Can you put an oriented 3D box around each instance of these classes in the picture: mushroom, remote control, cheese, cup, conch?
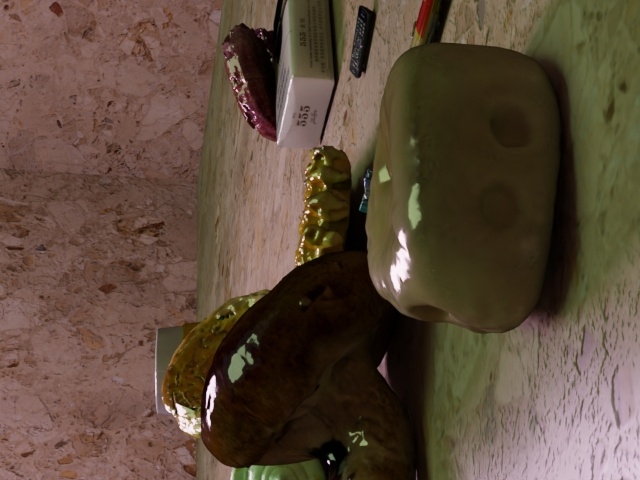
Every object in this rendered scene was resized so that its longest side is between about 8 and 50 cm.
[{"bbox_3d":[0.000,0.147,1.211,0.255,0.267,0.267,60,174,-9],"label":"mushroom"},{"bbox_3d":[0.053,-0.251,1.493,0.034,0.016,0.091,-123,35,-47],"label":"remote control"},{"bbox_3d":[0.099,-0.033,0.880,0.218,0.117,0.235,101,171,-46],"label":"cheese"},{"bbox_3d":[-0.159,0.202,1.943,0.241,0.226,0.186,95,173,-60],"label":"cup"},{"bbox_3d":[-0.046,0.320,1.647,0.250,0.137,0.144,-29,-84,-80],"label":"conch"}]

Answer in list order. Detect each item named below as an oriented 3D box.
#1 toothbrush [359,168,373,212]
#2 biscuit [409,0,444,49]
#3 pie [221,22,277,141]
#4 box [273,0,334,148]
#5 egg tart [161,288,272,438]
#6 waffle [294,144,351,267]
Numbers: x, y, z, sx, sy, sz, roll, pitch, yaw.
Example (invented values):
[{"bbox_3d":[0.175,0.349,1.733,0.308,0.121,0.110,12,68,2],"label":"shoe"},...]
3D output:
[{"bbox_3d":[0.045,0.055,1.403,0.418,0.040,0.042,100,-173,-53],"label":"toothbrush"},{"bbox_3d":[0.107,-0.219,1.157,0.048,0.026,0.292,-69,-6,-47],"label":"biscuit"},{"bbox_3d":[-0.089,-0.257,1.913,0.218,0.054,0.205,19,-124,-66],"label":"pie"},{"bbox_3d":[-0.029,-0.290,1.812,0.168,0.071,0.259,106,163,-53],"label":"box"},{"bbox_3d":[-0.107,0.198,1.740,0.107,0.290,0.291,54,-166,-33],"label":"egg tart"},{"bbox_3d":[0.001,0.001,1.486,0.309,0.065,0.283,-91,8,-61],"label":"waffle"}]
